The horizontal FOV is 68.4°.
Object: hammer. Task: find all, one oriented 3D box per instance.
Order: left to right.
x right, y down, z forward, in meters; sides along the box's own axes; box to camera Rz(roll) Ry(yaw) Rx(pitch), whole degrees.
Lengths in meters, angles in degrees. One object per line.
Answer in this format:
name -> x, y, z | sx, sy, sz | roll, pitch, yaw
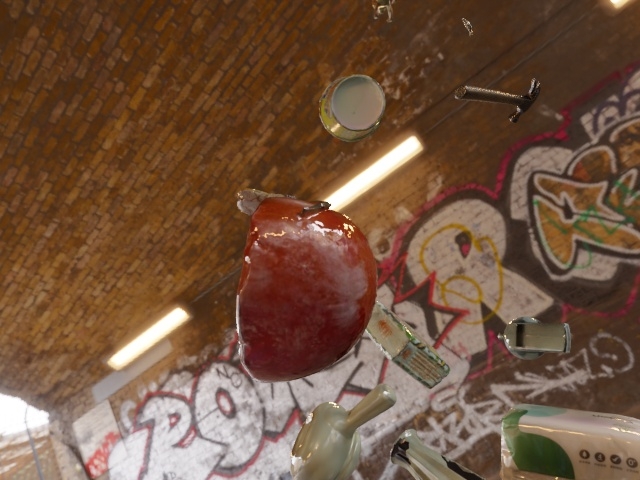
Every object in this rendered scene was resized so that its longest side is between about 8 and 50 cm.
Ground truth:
hammer -> 0.602, -0.484, 1.604 | 0.440, 0.044, 0.168 | -9, -37, -38

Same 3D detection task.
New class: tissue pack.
tissue pack -> 0.302, 0.377, 1.690 | 0.128, 0.228, 0.311 | -46, -50, 2
tissue pack -> 0.670, 0.552, 1.236 | 0.357, 0.193, 0.266 | -2, -9, 29

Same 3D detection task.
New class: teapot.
teapot -> 0.041, 0.471, 1.121 | 0.318, 0.149, 0.220 | -59, 4, 47

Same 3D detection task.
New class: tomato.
tomato -> -0.003, 0.077, 0.688 | 0.170, 0.308, 0.309 | 4, -14, 14

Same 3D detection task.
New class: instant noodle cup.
instant noodle cup -> 0.101, -0.395, 1.397 | 0.205, 0.205, 0.153 | -31, 12, 2

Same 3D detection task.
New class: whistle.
whistle -> 0.749, 0.341, 1.640 | 0.164, 0.163, 0.290 | -15, 2, -37

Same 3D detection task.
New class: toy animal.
toy animal -> 0.166, -0.662, 1.263 | 0.057, 0.099, 0.241 | -10, -3, 3

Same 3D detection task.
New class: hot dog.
hot dog -> -0.196, -0.136, 1.782 | 0.253, 0.069, 0.131 | 8, -34, 10

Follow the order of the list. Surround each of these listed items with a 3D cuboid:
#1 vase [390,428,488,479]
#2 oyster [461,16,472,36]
vase -> 0.353, 0.653, 1.245 | 0.165, 0.360, 0.165 | -17, -61, -35
oyster -> 0.491, -0.710, 1.563 | 0.019, 0.054, 0.083 | -27, -26, 23
